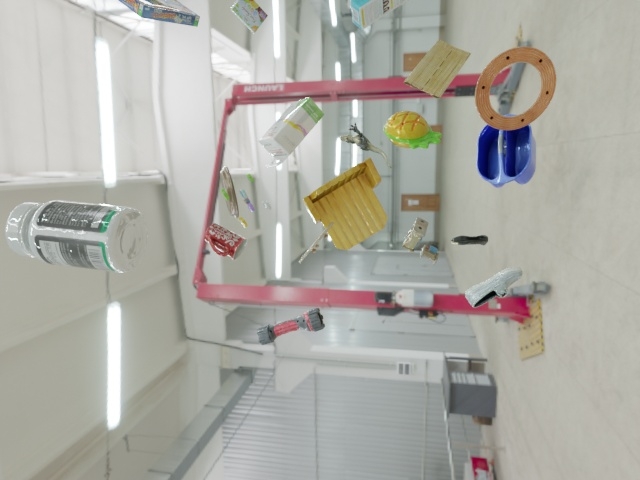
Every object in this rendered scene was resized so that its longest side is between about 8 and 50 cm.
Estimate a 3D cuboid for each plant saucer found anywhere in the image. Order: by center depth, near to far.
[{"bbox_3d":[-0.477,-0.250,2.391,0.278,0.041,0.278,167,90,-75],"label":"plant saucer"}]

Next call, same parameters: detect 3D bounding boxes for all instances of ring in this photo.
[{"bbox_3d":[0.805,-0.626,1.904,0.032,0.336,0.337,-98,2,-60],"label":"ring"}]

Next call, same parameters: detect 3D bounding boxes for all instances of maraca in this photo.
[{"bbox_3d":[0.259,-0.308,1.303,0.186,0.127,0.099,46,157,43],"label":"maraca"}]

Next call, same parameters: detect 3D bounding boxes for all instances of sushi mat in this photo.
[{"bbox_3d":[0.459,-0.671,1.786,0.317,0.151,0.019,-53,-12,-27],"label":"sushi mat"}]

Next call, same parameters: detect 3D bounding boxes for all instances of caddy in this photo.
[{"bbox_3d":[0.846,-0.405,2.097,0.179,0.241,0.342,26,-114,-48],"label":"caddy"}]

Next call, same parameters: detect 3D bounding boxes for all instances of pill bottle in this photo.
[{"bbox_3d":[-0.749,-0.019,1.419,0.204,0.360,0.204,7,-90,-82],"label":"pill bottle"}]

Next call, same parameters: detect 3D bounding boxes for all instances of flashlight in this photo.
[{"bbox_3d":[-0.136,0.395,2.062,0.103,0.303,0.103,58,-165,-59],"label":"flashlight"}]

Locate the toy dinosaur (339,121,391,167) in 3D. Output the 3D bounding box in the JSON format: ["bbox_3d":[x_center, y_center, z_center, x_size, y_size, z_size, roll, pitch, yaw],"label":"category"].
[{"bbox_3d":[0.159,-0.366,1.710,0.064,0.268,0.118,-49,-38,0],"label":"toy dinosaur"}]

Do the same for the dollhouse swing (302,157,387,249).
[{"bbox_3d":[0.143,-0.139,2.107,0.305,0.346,0.315,59,179,1],"label":"dollhouse swing"}]

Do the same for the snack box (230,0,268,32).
[{"bbox_3d":[-0.320,-1.023,2.056,0.141,0.100,0.037,34,-171,-41],"label":"snack box"}]

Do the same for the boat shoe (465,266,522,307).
[{"bbox_3d":[0.659,0.183,1.717,0.079,0.227,0.081,43,-158,-44],"label":"boat shoe"}]

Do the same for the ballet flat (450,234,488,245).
[{"bbox_3d":[0.654,0.007,2.009,0.057,0.173,0.049,-103,13,-54],"label":"ballet flat"}]

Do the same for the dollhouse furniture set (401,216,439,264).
[{"bbox_3d":[0.527,-0.001,2.295,0.129,0.183,0.129,-64,-3,39],"label":"dollhouse furniture set"}]

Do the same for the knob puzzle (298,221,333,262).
[{"bbox_3d":[0.000,0.000,1.899,0.213,0.030,0.213,-50,1,1],"label":"knob puzzle"}]

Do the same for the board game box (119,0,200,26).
[{"bbox_3d":[-0.478,-0.688,1.352,0.201,0.136,0.035,-25,-31,-53],"label":"board game box"}]

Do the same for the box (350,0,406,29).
[{"bbox_3d":[0.228,-0.887,1.678,0.060,0.244,0.100,53,174,25],"label":"box"}]

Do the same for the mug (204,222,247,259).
[{"bbox_3d":[-0.437,0.000,2.074,0.113,0.169,0.150,-60,-8,4],"label":"mug"}]

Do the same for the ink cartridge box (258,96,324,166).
[{"bbox_3d":[-0.168,-0.525,2.243,0.119,0.207,0.353,45,-105,-26],"label":"ink cartridge box"}]

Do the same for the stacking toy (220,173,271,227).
[{"bbox_3d":[-0.361,-0.197,2.251,0.052,0.167,0.221,28,150,59],"label":"stacking toy"}]
